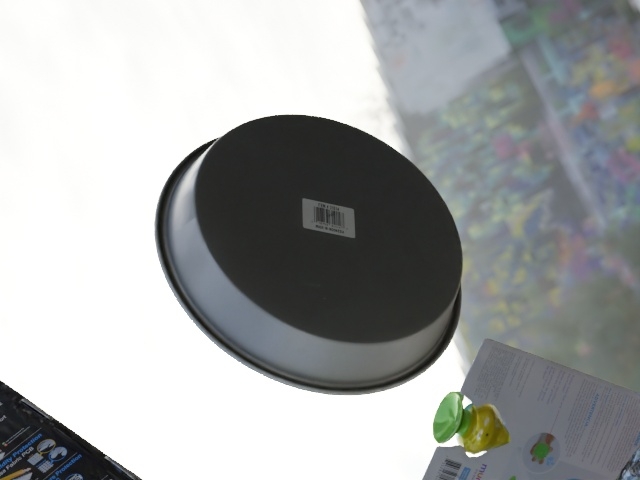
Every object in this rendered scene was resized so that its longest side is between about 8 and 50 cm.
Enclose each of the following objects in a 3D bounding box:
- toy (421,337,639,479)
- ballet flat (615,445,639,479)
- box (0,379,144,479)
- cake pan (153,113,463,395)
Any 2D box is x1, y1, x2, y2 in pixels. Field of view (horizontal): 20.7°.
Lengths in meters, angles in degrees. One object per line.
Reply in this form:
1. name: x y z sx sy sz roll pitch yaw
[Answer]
1. toy: 0.191 0.168 1.389 0.237 0.137 0.056 20 -174 -27
2. ballet flat: 0.221 0.214 1.229 0.070 0.188 0.070 25 -164 -8
3. box: -0.198 0.184 0.916 0.175 0.220 0.051 26 146 41
4. cake pan: 0.000 0.000 1.551 0.054 0.293 0.293 -60 42 47
